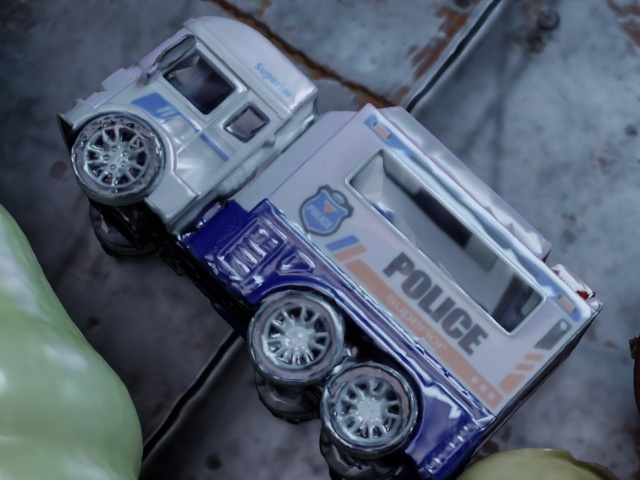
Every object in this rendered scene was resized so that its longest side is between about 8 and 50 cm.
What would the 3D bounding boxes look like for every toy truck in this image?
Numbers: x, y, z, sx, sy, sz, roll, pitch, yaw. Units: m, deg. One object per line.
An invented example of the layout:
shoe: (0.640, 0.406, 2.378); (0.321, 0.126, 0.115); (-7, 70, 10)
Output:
toy truck: (0.000, 0.000, 0.924); (0.155, 0.124, 0.268); (-44, 80, -12)

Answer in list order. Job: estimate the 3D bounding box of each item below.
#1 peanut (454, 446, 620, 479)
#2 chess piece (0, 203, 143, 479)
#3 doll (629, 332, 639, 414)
peanut: (0.070, 0.265, 0.845); (0.174, 0.158, 0.340); (-8, 72, 30)
chess piece: (-0.229, -0.017, 0.856); (0.234, 0.234, 0.442); (-16, 65, 2)
doll: (0.229, 0.113, 0.817); (0.196, 0.152, 0.256); (-8, 42, 10)
